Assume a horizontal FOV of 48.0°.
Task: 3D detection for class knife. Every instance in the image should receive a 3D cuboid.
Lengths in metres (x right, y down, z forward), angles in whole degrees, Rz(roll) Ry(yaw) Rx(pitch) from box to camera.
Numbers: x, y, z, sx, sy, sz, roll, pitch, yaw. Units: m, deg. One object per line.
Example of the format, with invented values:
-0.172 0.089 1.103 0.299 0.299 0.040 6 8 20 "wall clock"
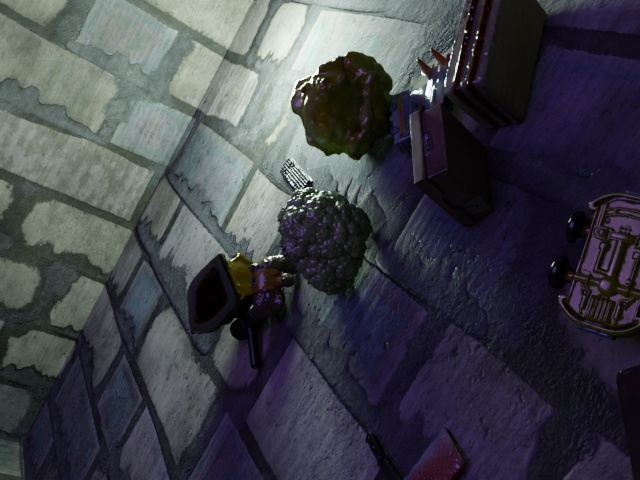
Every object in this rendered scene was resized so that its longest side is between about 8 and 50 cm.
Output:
0.137 0.521 1.570 0.072 0.019 0.245 -61 26 16 "knife"

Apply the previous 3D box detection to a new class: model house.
-0.302 0.167 2.327 0.268 0.239 0.173 -43 81 24 "model house"

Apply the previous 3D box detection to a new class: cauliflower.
0.000 0.000 1.992 0.275 0.272 0.250 -61 -3 -22 "cauliflower"

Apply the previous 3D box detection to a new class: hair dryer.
-0.215 0.321 2.237 0.124 0.071 0.219 -43 46 35 "hair dryer"

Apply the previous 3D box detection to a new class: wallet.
0.548 0.284 1.101 0.182 0.049 0.229 -36 40 44 "wallet"
0.223 0.489 1.474 0.196 0.020 0.103 -58 28 15 "wallet"

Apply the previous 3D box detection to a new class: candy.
0.412 -0.445 1.700 0.135 0.179 0.321 -4 66 54 "candy"

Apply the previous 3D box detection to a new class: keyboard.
-0.087 -0.220 2.455 0.072 0.023 0.231 -55 32 11 "keyboard"

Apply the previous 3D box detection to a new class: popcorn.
0.080 -0.397 2.089 0.312 0.312 0.312 -36 41 39 "popcorn"

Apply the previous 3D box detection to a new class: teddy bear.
-0.157 0.146 2.202 0.177 0.140 0.190 -31 53 39 "teddy bear"

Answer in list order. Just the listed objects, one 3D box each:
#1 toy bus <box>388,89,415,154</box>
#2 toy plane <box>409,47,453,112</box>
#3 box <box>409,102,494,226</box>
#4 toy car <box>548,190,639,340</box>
0.236 -0.330 1.998 0.075 0.064 0.190 -19 50 22 "toy bus"
0.311 -0.363 1.873 0.223 0.104 0.326 -29 50 46 "toy plane"
0.302 -0.175 1.646 0.086 0.215 0.215 -25 48 33 "box"
0.515 0.048 1.224 0.200 0.142 0.248 22 90 35 "toy car"
